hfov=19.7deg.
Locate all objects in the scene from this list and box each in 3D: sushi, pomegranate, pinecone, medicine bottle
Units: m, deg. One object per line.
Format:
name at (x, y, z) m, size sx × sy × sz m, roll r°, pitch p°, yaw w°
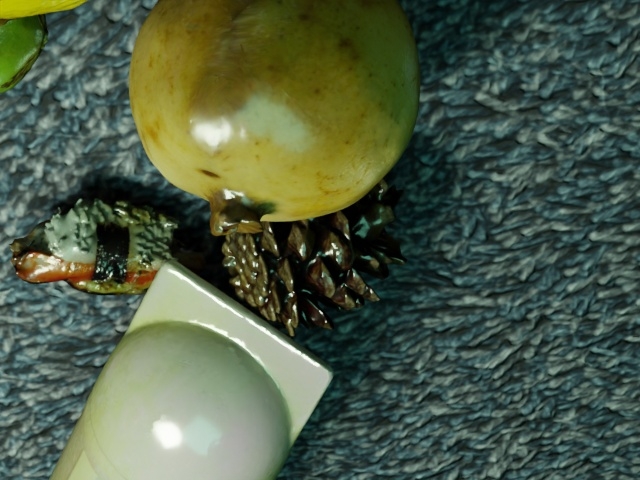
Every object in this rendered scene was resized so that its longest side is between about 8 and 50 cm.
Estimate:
sushi at (-0.233, 0.003, 2.046) m, size 0.226 × 0.097 × 0.103 m, roll 7°, pitch 135°, yaw -27°
pomegranate at (-0.044, -0.161, 1.822) m, size 0.307 × 0.307 × 0.307 m, roll -1°, pitch 128°, yaw -2°
pomegranate at (-0.347, -0.234, 1.841) m, size 0.169 × 0.143 × 0.122 m, roll 34°, pitch 83°, yaw 11°
pinecone at (-0.002, 0.005, 2.000) m, size 0.204 × 0.179 × 0.184 m, roll -3°, pitch 97°, yaw -16°
medicine bottle at (-0.151, 0.212, 2.098) m, size 0.236 × 0.236 × 0.406 m, roll 16°, pitch 133°, yaw -15°

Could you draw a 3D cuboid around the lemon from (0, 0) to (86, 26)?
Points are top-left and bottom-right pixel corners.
lemon at (-0.278, -0.346, 1.651) m, size 0.297 × 0.297 × 0.297 m, roll -1°, pitch 128°, yaw -2°
